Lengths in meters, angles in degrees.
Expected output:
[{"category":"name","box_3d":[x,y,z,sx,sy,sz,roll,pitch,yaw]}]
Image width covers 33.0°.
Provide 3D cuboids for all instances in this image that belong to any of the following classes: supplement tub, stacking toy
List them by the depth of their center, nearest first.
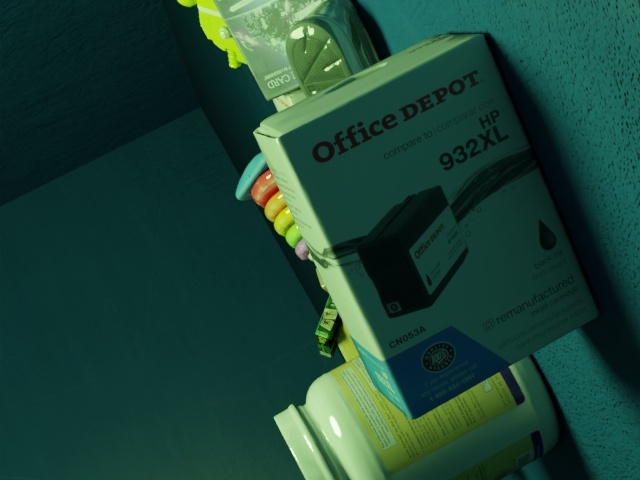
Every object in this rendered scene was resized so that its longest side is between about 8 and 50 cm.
[{"category":"supplement tub","box_3d":[0.128,0.252,1.479,0.241,0.331,0.241,61,173,13]},{"category":"stacking toy","box_3d":[-0.012,-0.026,1.989,0.302,0.165,0.175,64,143,19]}]

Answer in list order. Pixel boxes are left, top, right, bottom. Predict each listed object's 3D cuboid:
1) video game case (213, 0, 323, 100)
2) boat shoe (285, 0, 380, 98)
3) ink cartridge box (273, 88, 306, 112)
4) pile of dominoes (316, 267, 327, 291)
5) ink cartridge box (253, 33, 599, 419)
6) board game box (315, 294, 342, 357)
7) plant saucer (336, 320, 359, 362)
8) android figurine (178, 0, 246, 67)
[{"category":"video game case","box_3d":[-0.073,-0.342,1.496,0.196,0.026,0.274,-14,110,47]},{"category":"boat shoe","box_3d":[0.056,-0.167,1.428,0.118,0.103,0.320,-1,129,38]},{"category":"ink cartridge box","box_3d":[0.013,-0.165,1.705,0.237,0.100,0.172,66,172,-26]},{"category":"pile of dominoes","box_3d":[0.093,0.124,2.093,0.251,0.040,0.196,36,-157,-36]},{"category":"ink cartridge box","box_3d":[0.104,-0.019,1.065,0.308,0.223,0.129,64,172,-14]},{"category":"board game box","box_3d":[0.050,0.064,1.856,0.030,0.260,0.136,19,163,8]},{"category":"plant saucer","box_3d":[0.136,0.233,1.909,0.333,0.081,0.333,63,-164,-2]},{"category":"android figurine","box_3d":[-0.111,-0.361,1.597,0.248,0.056,0.273,23,140,22]}]
